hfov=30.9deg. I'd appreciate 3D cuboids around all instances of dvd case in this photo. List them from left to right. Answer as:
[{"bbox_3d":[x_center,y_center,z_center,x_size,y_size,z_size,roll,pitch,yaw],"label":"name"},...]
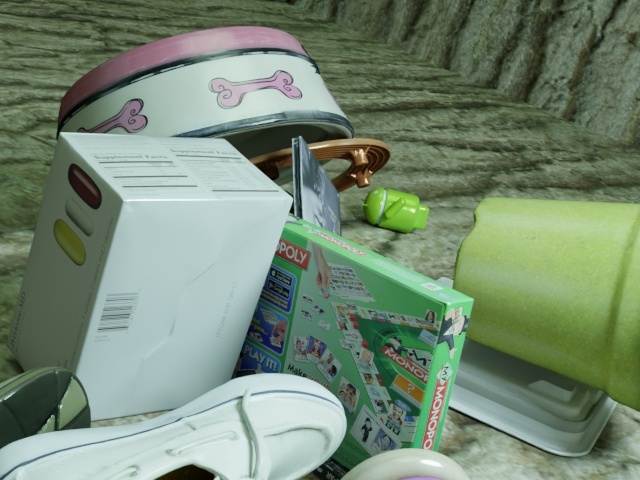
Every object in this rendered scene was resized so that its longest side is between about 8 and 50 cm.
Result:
[{"bbox_3d":[0.000,0.000,1.482,0.018,0.221,0.164,-10,-28,15],"label":"dvd case"}]

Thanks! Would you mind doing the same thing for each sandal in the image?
[{"bbox_3d":[-0.321,0.185,0.981,0.086,0.120,0.303,-1,6,32],"label":"sandal"}]

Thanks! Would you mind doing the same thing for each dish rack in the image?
[{"bbox_3d":[0.227,0.147,1.520,0.333,0.072,0.285,24,21,19],"label":"dish rack"}]

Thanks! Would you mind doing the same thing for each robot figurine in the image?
[{"bbox_3d":[0.125,-0.052,1.976,0.115,0.067,0.101,14,10,-3],"label":"robot figurine"}]

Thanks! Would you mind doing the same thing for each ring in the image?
[{"bbox_3d":[-0.057,-0.071,1.663,0.337,0.032,0.336,-15,-11,-3],"label":"ring"}]

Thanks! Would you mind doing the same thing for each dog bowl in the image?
[{"bbox_3d":[-0.169,-0.153,1.566,0.408,0.150,0.408,-16,-8,-2],"label":"dog bowl"}]

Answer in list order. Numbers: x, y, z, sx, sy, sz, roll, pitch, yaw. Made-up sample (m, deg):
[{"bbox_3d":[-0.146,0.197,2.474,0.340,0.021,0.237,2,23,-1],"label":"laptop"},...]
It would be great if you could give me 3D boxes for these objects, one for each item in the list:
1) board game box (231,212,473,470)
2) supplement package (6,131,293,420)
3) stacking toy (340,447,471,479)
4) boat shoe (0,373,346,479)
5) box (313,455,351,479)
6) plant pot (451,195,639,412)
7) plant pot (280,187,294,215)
[{"bbox_3d":[0.003,0.104,1.210,0.046,0.213,0.317,-5,23,-45],"label":"board game box"},{"bbox_3d":[-0.183,0.036,1.208,0.204,0.261,0.145,-2,31,-40],"label":"supplement package"},{"bbox_3d":[0.100,0.311,0.902,0.141,0.141,0.330,9,24,-17],"label":"stacking toy"},{"bbox_3d":[-0.099,0.216,0.993,0.367,0.135,0.156,-5,27,-39],"label":"boat shoe"},{"bbox_3d":[0.043,0.241,1.200,0.083,0.018,0.067,-7,29,-46],"label":"box"},{"bbox_3d":[0.303,0.057,1.390,0.254,0.276,0.276,11,17,23],"label":"plant pot"},{"bbox_3d":[-0.103,0.014,1.485,0.167,0.165,0.167,15,20,-5],"label":"plant pot"}]
